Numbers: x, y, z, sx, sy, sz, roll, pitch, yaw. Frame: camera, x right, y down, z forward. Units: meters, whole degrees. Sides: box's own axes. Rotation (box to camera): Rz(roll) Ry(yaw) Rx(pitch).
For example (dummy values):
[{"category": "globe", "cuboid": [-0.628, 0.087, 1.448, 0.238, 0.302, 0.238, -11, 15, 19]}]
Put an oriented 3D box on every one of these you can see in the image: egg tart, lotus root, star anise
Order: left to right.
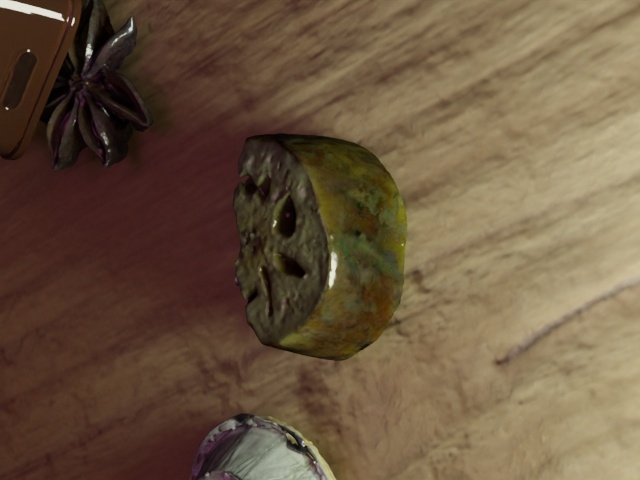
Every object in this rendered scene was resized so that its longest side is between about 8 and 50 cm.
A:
[{"category": "star anise", "cuboid": [-0.279, -0.175, 1.579, 0.197, 0.073, 0.212, -21, 73, 35]}, {"category": "egg tart", "cuboid": [-0.074, 0.298, 1.383, 0.234, 0.094, 0.234, 1, 91, 41]}, {"category": "lotus root", "cuboid": [0.000, 0.000, 1.311, 0.138, 0.119, 0.235, -12, 80, 41]}]

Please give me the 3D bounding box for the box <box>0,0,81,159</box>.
[{"category": "box", "cuboid": [-0.476, -0.285, 1.601, 0.339, 0.229, 0.239, 52, 123, 45]}]
